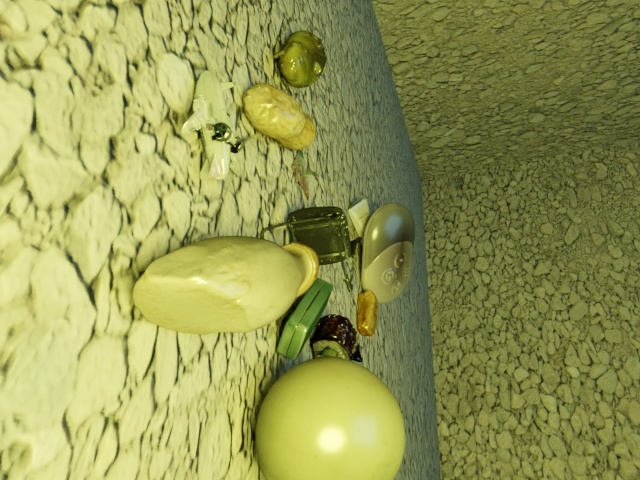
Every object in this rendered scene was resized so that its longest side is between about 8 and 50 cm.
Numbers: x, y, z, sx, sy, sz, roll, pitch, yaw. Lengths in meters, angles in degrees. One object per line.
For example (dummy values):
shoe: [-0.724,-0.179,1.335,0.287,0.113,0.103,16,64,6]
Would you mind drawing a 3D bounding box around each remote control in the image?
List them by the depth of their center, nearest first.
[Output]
remote control: [0.217,0.044,1.334,0.221,0.104,0.331,-11,107,-41]

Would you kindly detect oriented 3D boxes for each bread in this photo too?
bread: [0.140,0.216,1.238,0.074,0.054,0.132,61,31,-44]

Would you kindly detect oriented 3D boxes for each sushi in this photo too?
sushi: [0.034,0.212,0.890,0.084,0.098,0.094,-68,140,-58]

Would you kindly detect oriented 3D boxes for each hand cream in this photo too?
hand cream: [0.148,-0.019,1.355,0.079,0.048,0.255,-41,128,-29]

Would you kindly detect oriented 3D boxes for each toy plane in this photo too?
toy plane: [-0.150,-0.163,0.598,0.162,0.066,0.170,28,60,-79]

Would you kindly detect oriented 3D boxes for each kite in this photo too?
kite: [-0.036,-0.161,0.979,0.157,0.011,0.138,-9,94,-69]

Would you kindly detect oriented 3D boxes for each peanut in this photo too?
peanut: [-0.072,-0.228,0.803,0.214,0.100,0.099,25,58,-73]

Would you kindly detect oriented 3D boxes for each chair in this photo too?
chair: [0.000,0.000,0.829,0.221,0.141,0.145,-57,136,-63]

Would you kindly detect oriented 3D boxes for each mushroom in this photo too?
mushroom: [-0.097,0.054,0.564,0.350,0.129,0.128,-2,84,-72]

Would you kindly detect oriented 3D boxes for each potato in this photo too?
potato: [-0.042,-0.404,0.936,0.225,0.090,0.117,-67,144,-56]

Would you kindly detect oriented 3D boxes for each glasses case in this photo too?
glasses case: [-0.025,0.143,0.795,0.184,0.040,0.077,-50,161,-64]

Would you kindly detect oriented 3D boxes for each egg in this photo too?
egg: [0.016,0.290,0.639,0.269,0.219,0.218,51,36,-49]
